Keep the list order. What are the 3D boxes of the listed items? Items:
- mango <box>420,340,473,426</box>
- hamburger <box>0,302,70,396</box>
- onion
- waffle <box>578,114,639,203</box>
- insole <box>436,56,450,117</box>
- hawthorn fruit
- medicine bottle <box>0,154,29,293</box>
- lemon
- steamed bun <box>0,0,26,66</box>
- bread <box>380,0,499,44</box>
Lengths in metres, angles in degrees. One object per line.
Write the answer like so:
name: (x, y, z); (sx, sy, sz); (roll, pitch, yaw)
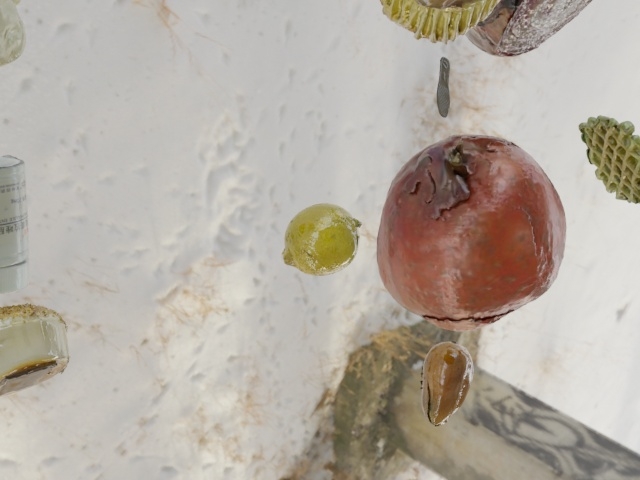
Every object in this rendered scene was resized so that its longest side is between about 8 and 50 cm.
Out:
mango: (0.234, 0.264, 1.365); (0.105, 0.084, 0.160); (-2, 115, -42)
hamburger: (-0.701, 0.241, 1.595); (0.294, 0.179, 0.276); (-14, 164, -46)
onion: (0.297, -0.407, 1.094); (0.216, 0.207, 0.206); (-20, 167, -17)
waffle: (0.543, -0.146, 1.320); (0.036, 0.169, 0.184); (-30, 107, -7)
insole: (0.262, -0.325, 1.534); (0.045, 0.002, 0.135); (14, 75, -39)
hawthorn fruit: (0.203, -0.035, 0.997); (0.276, 0.276, 0.308); (-46, 145, -22)
medicine bottle: (-0.834, -0.037, 1.816); (0.189, 0.189, 0.333); (-13, 113, -44)
lemon: (0.000, 0.000, 1.739); (0.206, 0.173, 0.174); (-24, 131, -8)
steamed bun: (-0.771, -0.501, 1.443); (0.338, 0.352, 0.247); (-1, 135, -20)
bread: (0.132, -0.279, 0.662); (0.190, 0.132, 0.114); (-46, 175, -1)
